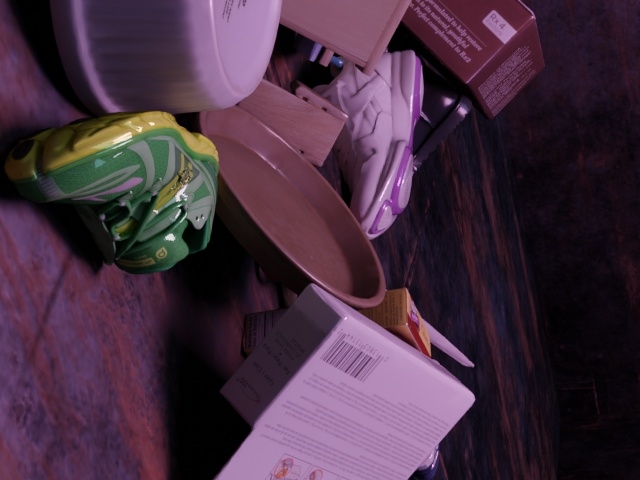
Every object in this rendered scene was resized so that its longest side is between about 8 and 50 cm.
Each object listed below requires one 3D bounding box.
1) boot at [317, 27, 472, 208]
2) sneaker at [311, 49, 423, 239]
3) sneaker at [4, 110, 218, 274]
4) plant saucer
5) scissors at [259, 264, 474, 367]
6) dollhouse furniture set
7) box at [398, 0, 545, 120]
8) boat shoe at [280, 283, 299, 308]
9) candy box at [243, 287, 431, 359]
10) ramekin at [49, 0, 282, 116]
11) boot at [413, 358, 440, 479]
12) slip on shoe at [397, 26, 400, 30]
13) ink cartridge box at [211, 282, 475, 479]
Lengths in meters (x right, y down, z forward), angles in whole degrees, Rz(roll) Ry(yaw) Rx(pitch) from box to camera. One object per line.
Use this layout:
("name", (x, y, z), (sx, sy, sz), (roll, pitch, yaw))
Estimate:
("boot", (0.068, -0.182, 1.692), (0.207, 0.246, 0.094), (39, 11, -18))
("sneaker", (0.050, -0.126, 1.528), (0.114, 0.152, 0.305), (88, 10, -51))
("sneaker", (-0.148, -0.036, 0.963), (0.295, 0.109, 0.123), (7, 73, -72))
("plant saucer", (-0.038, -0.031, 1.227), (0.278, 0.041, 0.278), (43, 18, -17))
("scissors", (0.061, 0.048, 1.390), (0.021, 0.297, 0.109), (122, -9, -52))
("dollhouse furniture set", (-0.043, -0.289, 1.444), (0.286, 0.198, 0.303), (-61, -163, 12))
("box", (0.219, -0.309, 1.750), (0.191, 0.143, 0.381), (47, 6, 11))
("boat shoe", (0.024, 0.101, 1.436), (0.122, 0.120, 0.324), (33, 53, -68))
("candy box", (0.020, 0.114, 1.308), (0.109, 0.186, 0.053), (59, 26, -51))
("ramekin", (-0.118, -0.233, 1.007), (0.273, 0.127, 0.273), (7, 90, -78))
("boot", (0.170, 0.296, 1.934), (0.086, 0.069, 0.190), (68, 30, -58))
("slip on shoe", (0.142, -0.378, 1.926), (0.051, 0.041, 0.135), (66, 25, -44))
("ink cartridge box", (0.000, 0.205, 1.192), (0.066, 0.261, 0.296), (41, 3, 39))
